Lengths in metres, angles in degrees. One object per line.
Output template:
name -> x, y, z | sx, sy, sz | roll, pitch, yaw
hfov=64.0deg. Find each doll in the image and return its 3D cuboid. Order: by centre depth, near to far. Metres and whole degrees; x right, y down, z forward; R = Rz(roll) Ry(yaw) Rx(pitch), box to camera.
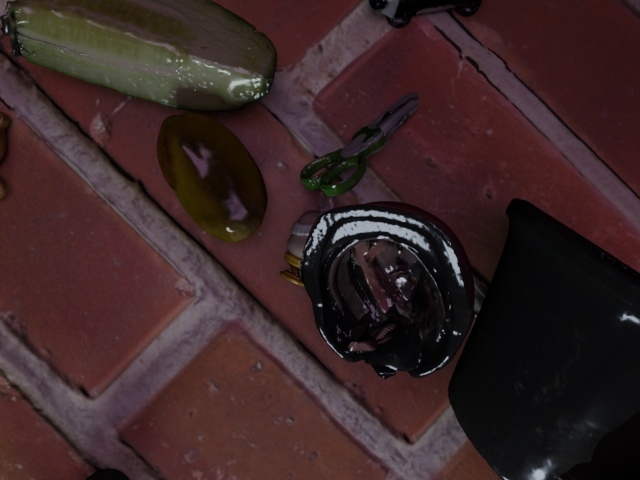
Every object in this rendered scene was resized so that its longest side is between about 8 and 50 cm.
doll -> 0.000, 0.000, 0.679 | 0.084, 0.073, 0.127 | 23, 91, -7

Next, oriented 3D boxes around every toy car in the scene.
toy car -> 0.150, -0.348, 0.701 | 0.171, 0.080, 0.070 | -10, 86, -3

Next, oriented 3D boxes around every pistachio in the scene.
pistachio -> -0.135, -0.082, 0.666 | 0.110, 0.100, 0.189 | -33, 80, -26

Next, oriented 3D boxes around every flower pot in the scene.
flower pot -> 0.307, 0.150, 0.591 | 0.379, 0.379, 0.251 | 32, 107, -1

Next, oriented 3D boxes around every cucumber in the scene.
cucumber -> -0.212, -0.253, 0.668 | 0.326, 0.105, 0.145 | 15, 60, -2

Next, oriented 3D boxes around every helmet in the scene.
helmet -> 0.088, 0.044, 0.617 | 0.198, 0.154, 0.253 | 8, 121, 19

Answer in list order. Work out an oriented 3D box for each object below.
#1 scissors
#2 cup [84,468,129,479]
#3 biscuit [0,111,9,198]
scissors -> 0.063, -0.135, 0.695 | 0.204, 0.101, 0.027 | -44, 127, -18
cup -> -0.291, 0.339, 0.641 | 0.100, 0.077, 0.078 | -23, 89, -5
biscuit -> -0.484, -0.096, 0.678 | 0.134, 0.027, 0.183 | -1, 86, -2
